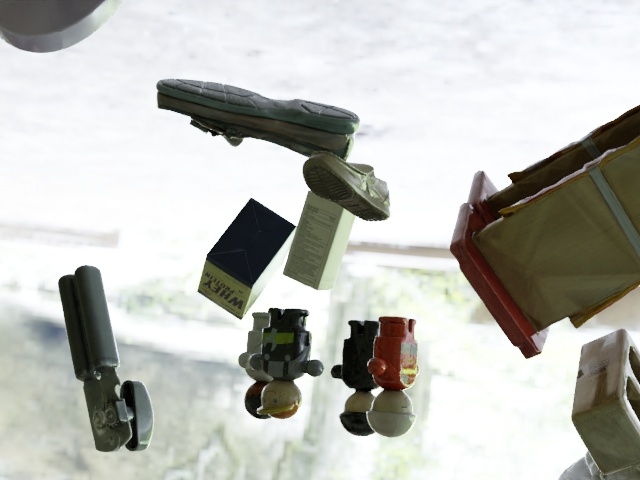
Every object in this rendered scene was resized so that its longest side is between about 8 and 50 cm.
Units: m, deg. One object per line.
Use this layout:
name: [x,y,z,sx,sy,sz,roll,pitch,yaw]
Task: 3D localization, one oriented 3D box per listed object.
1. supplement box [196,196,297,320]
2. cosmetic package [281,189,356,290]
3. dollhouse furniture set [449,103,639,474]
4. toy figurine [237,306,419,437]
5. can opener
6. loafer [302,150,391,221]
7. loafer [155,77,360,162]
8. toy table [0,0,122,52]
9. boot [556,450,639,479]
supplement box: [-0.074,0.019,1.440,0.056,0.083,0.083,33,151,6]
cosmetic package: [0.000,0.000,1.821,0.060,0.115,0.041,25,-168,28]
dollhouse furniture set: [0.280,0.076,1.096,0.201,0.374,0.152,-29,-167,24]
toy figurine: [0.008,0.164,1.768,0.209,0.148,0.213,6,174,-15]
can opener: [-0.315,0.178,2.148,0.076,0.284,0.095,-27,157,33]
loafer: [0.030,-0.069,1.665,0.056,0.050,0.148,-8,151,33]
loafer: [-0.085,-0.146,1.873,0.267,0.084,0.096,10,-161,-4]
toy table: [-0.283,-0.346,1.476,0.252,0.274,0.161,-14,142,-2]
boot: [0.335,0.266,1.543,0.095,0.123,0.258,39,-176,-15]
